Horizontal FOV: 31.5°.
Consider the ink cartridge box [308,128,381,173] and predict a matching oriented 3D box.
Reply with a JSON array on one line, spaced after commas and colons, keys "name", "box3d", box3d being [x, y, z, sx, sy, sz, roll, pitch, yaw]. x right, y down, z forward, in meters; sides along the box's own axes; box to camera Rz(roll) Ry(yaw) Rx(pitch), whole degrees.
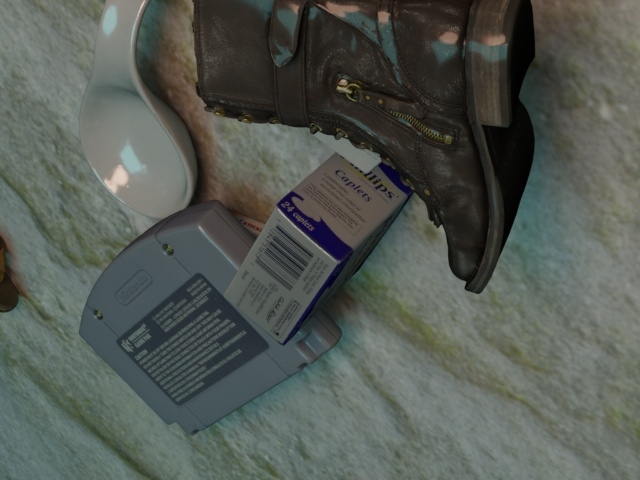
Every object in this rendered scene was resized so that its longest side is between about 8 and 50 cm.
[{"name": "ink cartridge box", "box3d": [0.064, -0.136, 0.842, 0.063, 0.109, 0.150, 33, 137, -17]}]

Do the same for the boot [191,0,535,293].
[{"name": "boot", "box3d": [0.025, -0.087, 0.776, 0.229, 0.091, 0.263, 11, 134, 18]}]

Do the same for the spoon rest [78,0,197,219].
[{"name": "spoon rest", "box3d": [-0.167, -0.134, 1.041, 0.137, 0.084, 0.276, 26, 130, 20]}]

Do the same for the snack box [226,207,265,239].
[{"name": "snack box", "box3d": [-0.085, 0.052, 1.147, 0.064, 0.022, 0.178, 23, 130, 23]}]

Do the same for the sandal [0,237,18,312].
[{"name": "sandal", "box3d": [-0.398, 0.004, 1.324, 0.049, 0.072, 0.180, -17, 104, 20]}]

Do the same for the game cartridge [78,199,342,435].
[{"name": "game cartridge", "box3d": [-0.127, 0.080, 1.135, 0.198, 0.062, 0.297, 50, 139, -3]}]

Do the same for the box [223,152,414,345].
[{"name": "box", "box3d": [0.000, 0.000, 0.968, 0.072, 0.137, 0.126, 40, 134, 6]}]
